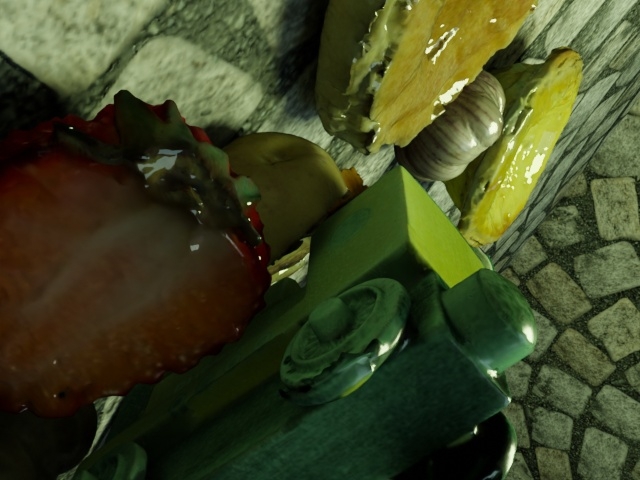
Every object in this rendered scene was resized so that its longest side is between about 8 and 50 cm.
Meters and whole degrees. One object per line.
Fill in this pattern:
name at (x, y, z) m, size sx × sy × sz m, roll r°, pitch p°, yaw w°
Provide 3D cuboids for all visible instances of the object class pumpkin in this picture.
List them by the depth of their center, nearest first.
pumpkin at (0.005, -0.049, 0.869) m, size 0.074 × 0.053 × 0.083 m, roll -34°, pitch 177°, yaw 20°

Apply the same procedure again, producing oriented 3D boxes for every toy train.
toy train at (-0.028, 0.121, 0.582) m, size 0.397 × 0.160 × 0.253 m, roll -37°, pitch -160°, yaw 19°

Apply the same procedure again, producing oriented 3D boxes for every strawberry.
strawberry at (-0.145, 0.008, 0.521) m, size 0.236 × 0.190 × 0.111 m, roll -41°, pitch -152°, yaw 21°

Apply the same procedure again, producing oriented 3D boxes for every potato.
potato at (-0.070, -0.015, 0.622) m, size 0.138 × 0.098 × 0.243 m, roll -32°, pitch -169°, yaw 45°

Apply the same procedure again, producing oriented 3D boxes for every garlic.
garlic at (0.144, -0.136, 0.930) m, size 0.147 × 0.102 × 0.159 m, roll -53°, pitch -174°, yaw 11°

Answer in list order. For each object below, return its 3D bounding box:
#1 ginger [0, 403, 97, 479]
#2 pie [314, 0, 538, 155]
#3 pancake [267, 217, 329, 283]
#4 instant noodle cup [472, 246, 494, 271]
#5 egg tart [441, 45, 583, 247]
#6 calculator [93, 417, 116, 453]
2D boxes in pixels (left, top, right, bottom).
ginger at (-0.288, 0.197, 0.571) m, size 0.244 × 0.155 × 0.304 m, roll -59°, pitch 169°, yaw 12°
pie at (0.116, -0.218, 0.712) m, size 0.339 × 0.083 × 0.339 m, roll -44°, pitch 161°, yaw -19°
pancake at (0.000, 0.000, 0.885) m, size 0.235 × 0.029 × 0.212 m, roll -28°, pitch 175°, yaw 13°
instant noodle cup at (0.125, 0.082, 1.160) m, size 0.251 × 0.251 × 0.190 m, roll -23°, pitch 142°, yaw -54°
egg tart at (0.251, -0.137, 1.122) m, size 0.315 × 0.120 × 0.315 m, roll -48°, pitch 156°, yaw -29°
calculator at (-0.170, 0.199, 1.042) m, size 0.165 × 0.028 × 0.274 m, roll -53°, pitch 161°, yaw 28°
